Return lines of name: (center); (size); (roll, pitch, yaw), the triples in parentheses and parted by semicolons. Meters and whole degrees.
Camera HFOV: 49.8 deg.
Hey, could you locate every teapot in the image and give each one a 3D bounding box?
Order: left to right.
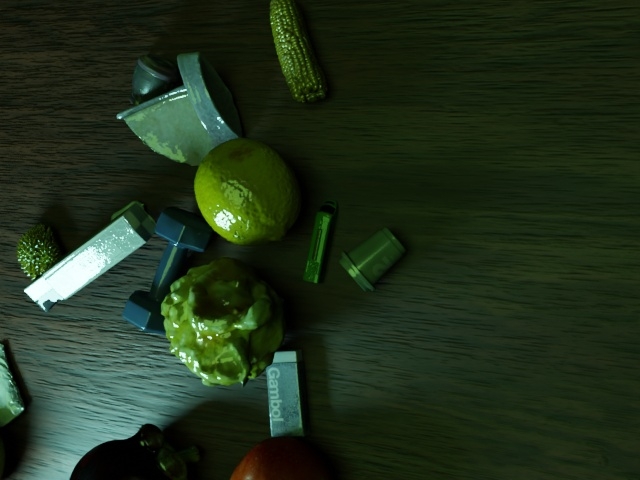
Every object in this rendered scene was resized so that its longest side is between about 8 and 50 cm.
teapot: (-0.469, -0.428, 1.864); (0.148, 0.116, 0.146); (37, 112, 14)

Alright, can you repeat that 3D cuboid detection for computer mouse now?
computer mouse: (-0.529, -0.069, 1.916); (0.110, 0.032, 0.055); (-34, 75, 7)

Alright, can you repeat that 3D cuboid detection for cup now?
cup: (0.126, 0.041, 1.620); (0.141, 0.120, 0.120); (-40, 74, 1)

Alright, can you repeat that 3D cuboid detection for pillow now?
pillow: (-0.959, 0.434, 2.055); (0.128, 0.051, 0.229); (-30, 76, 15)

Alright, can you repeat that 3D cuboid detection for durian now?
durian: (-0.807, 0.062, 1.985); (0.146, 0.102, 0.208); (-41, 82, 24)

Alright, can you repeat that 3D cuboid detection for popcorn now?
popcorn: (-0.221, 0.202, 1.650); (0.335, 0.279, 0.274); (41, 100, 23)

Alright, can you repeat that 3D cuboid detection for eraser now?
eraser: (-0.618, 0.050, 1.851); (0.404, 0.098, 0.096); (-33, 108, 22)
eraser: (-0.083, 0.379, 1.716); (0.092, 0.046, 0.212); (-7, 86, 21)

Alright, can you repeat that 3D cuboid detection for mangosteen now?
mangosteen: (-0.487, 0.619, 1.740); (0.297, 0.297, 0.313); (17, 87, 21)

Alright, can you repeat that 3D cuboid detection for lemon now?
lemon: (-0.174, -0.116, 1.665); (0.268, 0.267, 0.267); (-1, 88, 21)

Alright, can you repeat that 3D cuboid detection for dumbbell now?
dumbbell: (-0.395, 0.079, 1.798); (0.160, 0.144, 0.324); (26, 98, 24)

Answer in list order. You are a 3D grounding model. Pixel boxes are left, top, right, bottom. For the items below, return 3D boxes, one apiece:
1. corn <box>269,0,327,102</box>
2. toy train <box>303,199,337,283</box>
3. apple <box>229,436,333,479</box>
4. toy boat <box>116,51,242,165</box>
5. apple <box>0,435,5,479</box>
corn: (-0.061, -0.480, 1.713); (0.101, 0.101, 0.291); (-19, 82, 20)
toy train: (0.000, 0.000, 1.700); (0.044, 0.042, 0.209); (12, 93, 21)
apple: (-0.093, 0.603, 1.624); (0.261, 0.216, 0.260); (1, 92, 21)
toy boat: (-0.340, -0.316, 1.806); (0.294, 0.111, 0.276); (-36, 98, 29)
apple: (-1.041, 0.638, 1.982); (0.295, 0.233, 0.257); (21, 87, 19)
